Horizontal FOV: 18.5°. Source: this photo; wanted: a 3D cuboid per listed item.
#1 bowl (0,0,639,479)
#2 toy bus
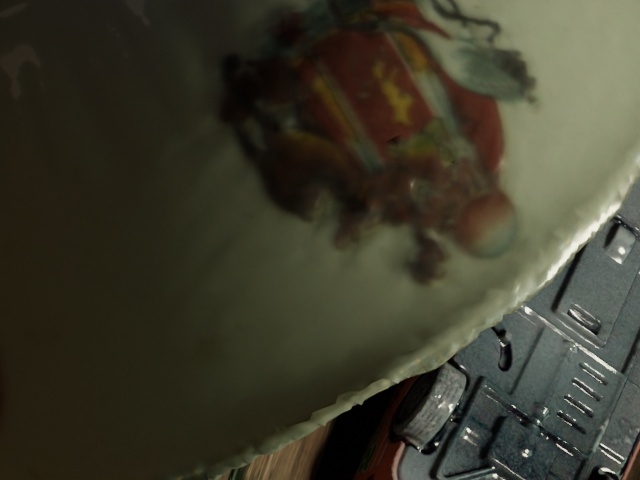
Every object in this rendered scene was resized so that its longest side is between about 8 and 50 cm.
[{"bbox_3d":[-0.056,-0.071,0.696,0.157,0.337,0.337,60,42,-25],"label":"bowl"},{"bbox_3d":[0.172,0.119,1.710,0.427,0.203,0.233,-59,-172,-34],"label":"toy bus"}]
